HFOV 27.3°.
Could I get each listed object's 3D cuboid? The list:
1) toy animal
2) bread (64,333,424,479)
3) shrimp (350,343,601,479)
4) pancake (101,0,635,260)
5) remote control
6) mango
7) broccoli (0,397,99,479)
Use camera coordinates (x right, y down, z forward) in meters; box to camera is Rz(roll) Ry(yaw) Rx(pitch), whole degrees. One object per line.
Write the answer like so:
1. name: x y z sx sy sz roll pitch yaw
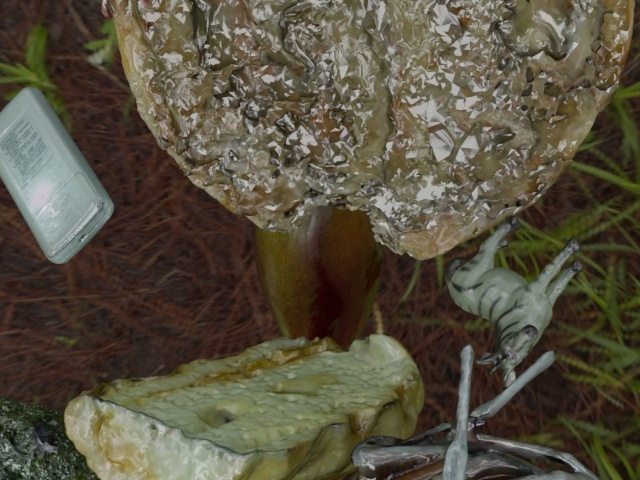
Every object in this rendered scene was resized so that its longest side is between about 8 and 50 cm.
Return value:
1. toy animal: 0.199 0.064 1.439 0.176 0.217 0.073 -44 122 -14
2. bread: -0.031 0.110 0.772 0.128 0.232 0.087 9 102 33
3. shrimp: 0.102 0.154 0.616 0.411 0.166 0.221 -1 104 51
4. pancake: 0.035 -0.163 0.936 0.382 0.071 0.382 0 107 1
5. remote control: -0.164 -0.041 0.781 0.053 0.018 0.124 -45 53 8
6. mango: 0.000 0.000 1.187 0.111 0.267 0.133 30 57 26
7. broccoli: -0.262 0.200 1.090 0.138 0.162 0.145 -50 45 33
